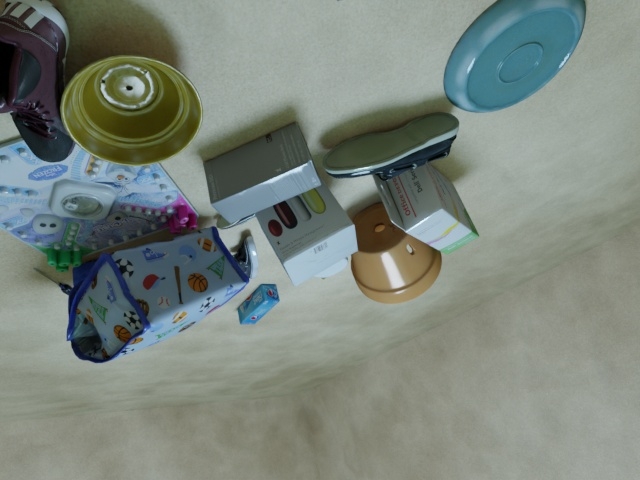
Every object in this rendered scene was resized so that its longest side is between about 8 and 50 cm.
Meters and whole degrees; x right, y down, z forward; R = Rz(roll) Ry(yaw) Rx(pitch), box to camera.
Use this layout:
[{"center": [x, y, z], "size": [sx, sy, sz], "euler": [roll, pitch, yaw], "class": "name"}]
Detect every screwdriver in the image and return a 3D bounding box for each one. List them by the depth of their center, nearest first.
[{"center": [-0.735, 0.114, 1.178], "size": [0.025, 0.024, 0.170], "euler": [-41, 150, -21], "class": "screwdriver"}]

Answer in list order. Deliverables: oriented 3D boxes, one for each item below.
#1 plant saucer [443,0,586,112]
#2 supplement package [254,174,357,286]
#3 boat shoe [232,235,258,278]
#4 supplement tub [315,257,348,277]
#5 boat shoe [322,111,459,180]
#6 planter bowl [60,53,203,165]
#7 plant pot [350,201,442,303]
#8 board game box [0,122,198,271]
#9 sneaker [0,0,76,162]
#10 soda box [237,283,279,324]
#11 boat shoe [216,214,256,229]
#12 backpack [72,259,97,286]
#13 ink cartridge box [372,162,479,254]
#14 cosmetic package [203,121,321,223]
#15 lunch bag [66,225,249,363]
[{"center": [0.428, -0.397, 0.927], "size": [0.317, 0.044, 0.318], "euler": [-13, 151, -7], "class": "plant saucer"}, {"center": [-0.041, -0.034, 1.083], "size": [0.194, 0.203, 0.149], "euler": [-29, 152, -8], "class": "supplement package"}, {"center": [-0.238, 0.061, 1.311], "size": [0.075, 0.080, 0.229], "euler": [-11, 158, -15], "class": "boat shoe"}, {"center": [0.000, 0.000, 1.213], "size": [0.116, 0.191, 0.117], "euler": [-13, 152, -7], "class": "supplement tub"}, {"center": [0.172, -0.203, 1.029], "size": [0.339, 0.127, 0.113], "euler": [-24, 140, -9], "class": "boat shoe"}, {"center": [-0.319, -0.237, 0.719], "size": [0.217, 0.090, 0.217], "euler": [-20, 149, -13], "class": "planter bowl"}, {"center": [0.209, 0.019, 1.310], "size": [0.290, 0.291, 0.204], "euler": [-24, 133, 10], "class": "plant pot"}, {"center": [-0.524, -0.076, 0.933], "size": [0.389, 0.051, 0.390], "euler": [-18, 151, 0], "class": "board game box"}, {"center": [-0.444, -0.198, 0.620], "size": [0.106, 0.163, 0.282], "euler": [13, 135, -12], "class": "sneaker"}, {"center": [-0.242, 0.248, 1.627], "size": [0.067, 0.071, 0.210], "euler": [9, 141, -38], "class": "soda box"}, {"center": [-0.214, -0.064, 1.134], "size": [0.136, 0.049, 0.043], "euler": [-28, 152, 7], "class": "boat shoe"}, {"center": [-0.613, 0.115, 1.162], "size": [0.097, 0.101, 0.120], "euler": [-21, 147, -7], "class": "backpack"}, {"center": [0.293, -0.109, 1.173], "size": [0.119, 0.207, 0.353], "euler": [-33, 148, 27], "class": "ink cartridge box"}, {"center": [-0.132, -0.149, 0.951], "size": [0.237, 0.127, 0.107], "euler": [-22, 151, 4], "class": "cosmetic package"}, {"center": [-0.441, 0.154, 1.103], "size": [0.385, 0.239, 0.327], "euler": [-41, 167, 37], "class": "lunch bag"}]
